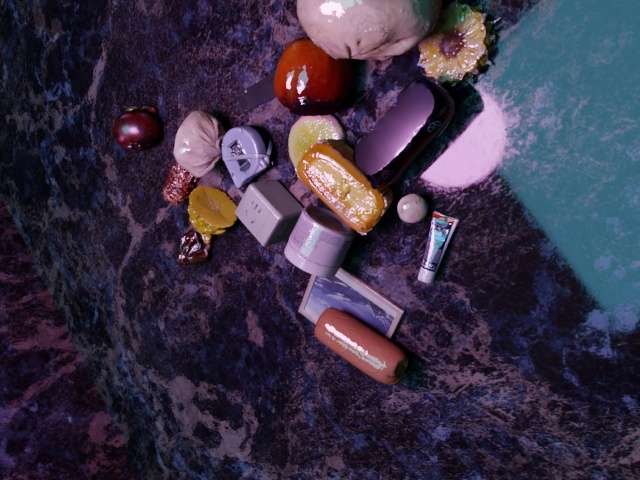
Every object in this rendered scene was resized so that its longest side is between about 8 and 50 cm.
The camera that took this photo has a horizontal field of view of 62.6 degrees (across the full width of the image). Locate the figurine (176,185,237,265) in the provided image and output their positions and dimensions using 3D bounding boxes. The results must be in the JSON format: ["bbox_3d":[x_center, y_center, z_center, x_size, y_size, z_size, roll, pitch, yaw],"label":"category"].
[{"bbox_3d":[-0.434,-0.029,1.958,0.188,0.168,0.315,31,135,-2],"label":"figurine"}]

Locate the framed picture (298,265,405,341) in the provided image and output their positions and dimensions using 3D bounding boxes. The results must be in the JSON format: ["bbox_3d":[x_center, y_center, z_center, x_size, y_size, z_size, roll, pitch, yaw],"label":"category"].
[{"bbox_3d":[0.088,0.223,1.665,0.335,0.022,0.247,35,121,26],"label":"framed picture"}]

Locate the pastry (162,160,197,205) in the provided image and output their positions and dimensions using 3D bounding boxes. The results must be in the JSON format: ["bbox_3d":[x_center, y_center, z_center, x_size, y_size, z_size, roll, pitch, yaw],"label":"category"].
[{"bbox_3d":[-0.529,-0.231,1.998,0.115,0.097,0.208,41,123,11],"label":"pastry"}]

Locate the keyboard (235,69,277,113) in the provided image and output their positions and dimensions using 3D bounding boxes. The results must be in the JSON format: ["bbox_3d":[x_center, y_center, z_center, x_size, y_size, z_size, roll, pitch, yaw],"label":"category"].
[{"bbox_3d":[-0.188,-0.481,1.703,0.231,0.023,0.072,-14,100,41],"label":"keyboard"}]

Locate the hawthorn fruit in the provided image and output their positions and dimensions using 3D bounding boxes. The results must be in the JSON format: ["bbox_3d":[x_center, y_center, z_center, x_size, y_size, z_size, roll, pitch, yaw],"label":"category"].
[{"bbox_3d":[-0.021,-0.468,1.457,0.215,0.215,0.249,21,116,33],"label":"hawthorn fruit"}]

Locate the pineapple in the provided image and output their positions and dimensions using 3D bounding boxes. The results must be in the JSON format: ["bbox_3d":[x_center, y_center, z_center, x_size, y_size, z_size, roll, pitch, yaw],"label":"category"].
[{"bbox_3d":[0.328,-0.476,1.272,0.221,0.047,0.220,10,106,37],"label":"pineapple"}]

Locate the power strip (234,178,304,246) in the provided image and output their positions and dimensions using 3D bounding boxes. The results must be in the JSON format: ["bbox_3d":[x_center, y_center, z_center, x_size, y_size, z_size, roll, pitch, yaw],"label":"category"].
[{"bbox_3d":[-0.181,-0.111,1.716,0.224,0.139,0.140,48,127,19],"label":"power strip"}]

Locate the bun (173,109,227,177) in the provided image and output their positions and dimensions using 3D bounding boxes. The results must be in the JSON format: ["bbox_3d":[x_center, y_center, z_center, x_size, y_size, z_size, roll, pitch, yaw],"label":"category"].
[{"bbox_3d":[-0.390,-0.326,1.795,0.133,0.231,0.230,12,109,19],"label":"bun"}]

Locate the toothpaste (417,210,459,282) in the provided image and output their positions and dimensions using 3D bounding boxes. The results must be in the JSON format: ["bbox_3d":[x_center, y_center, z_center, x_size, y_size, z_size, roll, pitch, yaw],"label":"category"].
[{"bbox_3d":[0.313,0.022,1.420,0.071,0.045,0.193,21,108,24],"label":"toothpaste"}]

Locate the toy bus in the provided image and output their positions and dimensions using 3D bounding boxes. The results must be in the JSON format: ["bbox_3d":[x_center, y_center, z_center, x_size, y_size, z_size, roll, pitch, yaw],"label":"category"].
[{"bbox_3d":[0.214,-0.274,1.350,0.127,0.147,0.302,53,126,16],"label":"toy bus"}]

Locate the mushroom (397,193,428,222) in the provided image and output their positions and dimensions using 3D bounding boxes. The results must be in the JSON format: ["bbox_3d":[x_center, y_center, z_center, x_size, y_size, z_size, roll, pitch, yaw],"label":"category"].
[{"bbox_3d":[0.248,-0.087,1.424,0.067,0.084,0.083,-110,32,-60],"label":"mushroom"}]

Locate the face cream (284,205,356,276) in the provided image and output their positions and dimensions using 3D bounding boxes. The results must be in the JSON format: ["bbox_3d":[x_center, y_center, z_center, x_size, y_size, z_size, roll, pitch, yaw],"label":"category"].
[{"bbox_3d":[0.000,0.000,1.565,0.177,0.177,0.152,35,112,27],"label":"face cream"}]

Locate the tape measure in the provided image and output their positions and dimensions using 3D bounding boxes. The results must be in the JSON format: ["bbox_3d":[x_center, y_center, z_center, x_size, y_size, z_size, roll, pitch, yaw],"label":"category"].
[{"bbox_3d":[-0.245,-0.289,1.745,0.182,0.107,0.180,-35,86,42],"label":"tape measure"}]

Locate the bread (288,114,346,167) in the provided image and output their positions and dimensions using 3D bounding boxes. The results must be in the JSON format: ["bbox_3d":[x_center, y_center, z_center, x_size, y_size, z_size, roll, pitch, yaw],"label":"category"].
[{"bbox_3d":[-0.015,-0.285,1.606,0.229,0.034,0.228,11,107,37],"label":"bread"}]

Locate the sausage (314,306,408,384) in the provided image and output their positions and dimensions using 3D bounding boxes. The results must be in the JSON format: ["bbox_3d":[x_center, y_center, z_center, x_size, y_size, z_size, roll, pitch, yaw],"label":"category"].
[{"bbox_3d":[0.121,0.315,1.571,0.304,0.121,0.121,30,119,27],"label":"sausage"}]

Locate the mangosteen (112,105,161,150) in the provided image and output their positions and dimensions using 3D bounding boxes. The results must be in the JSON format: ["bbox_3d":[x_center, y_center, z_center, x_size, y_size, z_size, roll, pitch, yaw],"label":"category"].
[{"bbox_3d":[-0.711,-0.443,2.049,0.200,0.200,0.199,11,108,37],"label":"mangosteen"}]

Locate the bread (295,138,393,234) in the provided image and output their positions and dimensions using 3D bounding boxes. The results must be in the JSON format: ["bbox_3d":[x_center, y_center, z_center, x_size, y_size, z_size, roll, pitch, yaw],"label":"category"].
[{"bbox_3d":[0.073,-0.159,1.495,0.288,0.119,0.152,45,127,10],"label":"bread"}]

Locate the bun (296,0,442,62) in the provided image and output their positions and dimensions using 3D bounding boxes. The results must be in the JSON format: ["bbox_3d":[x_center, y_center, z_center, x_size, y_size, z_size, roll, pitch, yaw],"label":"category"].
[{"bbox_3d":[0.103,-0.545,1.259,0.362,0.326,0.234,28,121,36],"label":"bun"}]
